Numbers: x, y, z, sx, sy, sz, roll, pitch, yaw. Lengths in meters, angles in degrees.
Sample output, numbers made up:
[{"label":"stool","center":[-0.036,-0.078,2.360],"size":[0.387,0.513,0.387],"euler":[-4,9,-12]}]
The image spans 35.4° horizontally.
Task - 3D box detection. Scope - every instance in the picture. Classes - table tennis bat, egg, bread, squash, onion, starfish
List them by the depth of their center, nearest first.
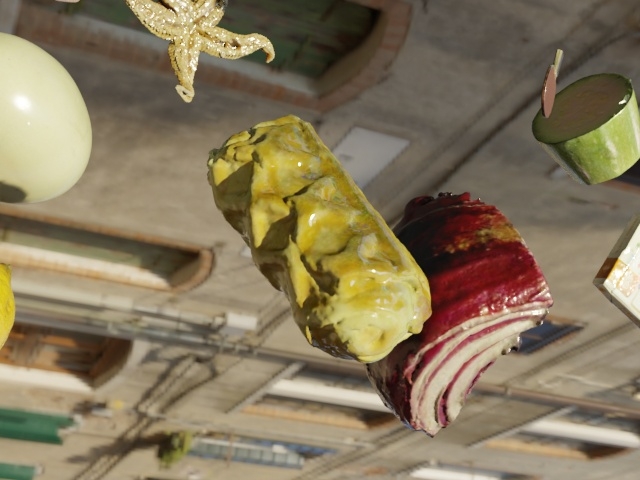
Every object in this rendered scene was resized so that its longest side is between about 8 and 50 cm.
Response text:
[{"label":"bread","center":[0.000,0.000,0.962],"size":[0.268,0.152,0.130],"euler":[54,-49,28]},{"label":"table tennis bat","center":[0.246,-0.168,1.065],"size":[0.050,0.007,0.083],"euler":[64,41,-52]},{"label":"onion","center":[0.120,0.083,1.302],"size":[0.280,0.146,0.314],"euler":[56,-51,40]},{"label":"egg","center":[-0.440,-0.168,1.410],"size":[0.219,0.219,0.269],"euler":[-103,173,-50]},{"label":"squash","center":[0.429,-0.170,1.570],"size":[0.170,0.123,0.170],"euler":[-31,-159,13]},{"label":"starfish","center":[-0.249,-0.423,1.970],"size":[0.094,0.375,0.327],"euler":[-7,-102,54]}]

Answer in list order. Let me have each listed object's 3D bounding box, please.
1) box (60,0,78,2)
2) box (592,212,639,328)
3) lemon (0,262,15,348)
[{"label":"box","center":[-0.272,-0.272,0.947],"size":[0.025,0.115,0.048],"euler":[-46,173,21]},{"label":"box","center":[0.469,0.079,1.342],"size":[0.122,0.220,0.032],"euler":[-54,-162,-16]},{"label":"lemon","center":[-0.624,0.119,1.630],"size":[0.228,0.228,0.253],"euler":[-69,169,23]}]
